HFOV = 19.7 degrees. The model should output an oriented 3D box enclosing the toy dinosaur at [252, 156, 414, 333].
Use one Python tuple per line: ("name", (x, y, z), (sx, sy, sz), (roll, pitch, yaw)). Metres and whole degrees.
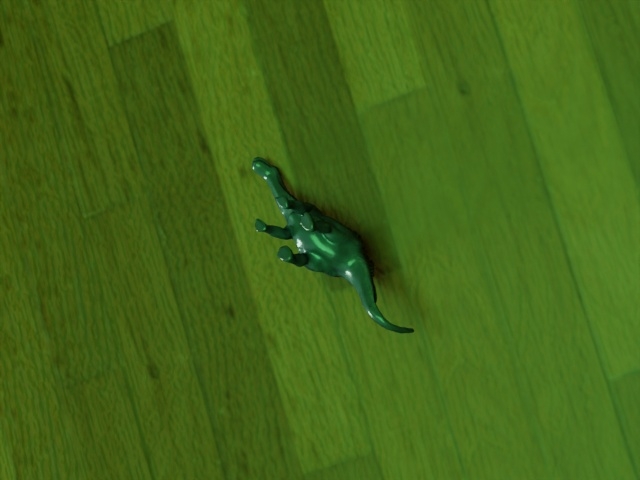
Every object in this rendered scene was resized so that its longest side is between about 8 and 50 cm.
("toy dinosaur", (0.000, 0.000, 1.371), (0.197, 0.080, 0.045), (48, 112, 30))
